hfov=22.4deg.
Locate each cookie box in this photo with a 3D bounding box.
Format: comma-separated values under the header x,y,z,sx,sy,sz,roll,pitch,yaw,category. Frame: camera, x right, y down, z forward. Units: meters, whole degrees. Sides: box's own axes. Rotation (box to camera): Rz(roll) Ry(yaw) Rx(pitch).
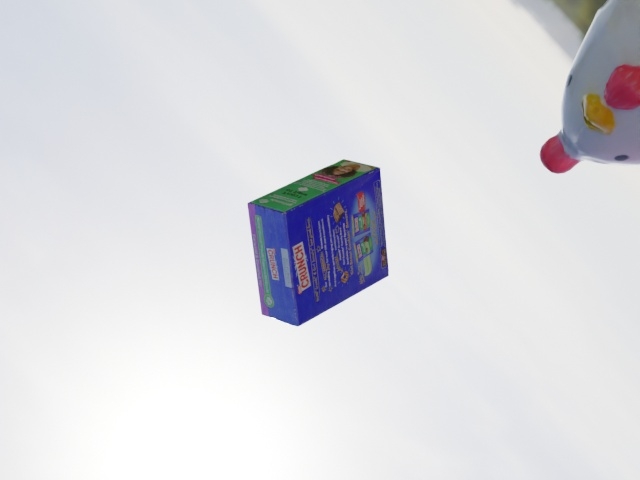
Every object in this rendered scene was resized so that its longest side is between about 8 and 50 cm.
x,y,z,sx,sy,sz,roll,pitch,yaw,category
0.000,0.000,1.195,0.040,0.092,0.107,13,-152,40,cookie box

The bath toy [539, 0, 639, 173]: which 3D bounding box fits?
x,y,z,sx,sy,sz,roll,pitch,yaw,category
0.224,0.028,0.749,0.348,0.129,0.151,57,-162,13,bath toy
